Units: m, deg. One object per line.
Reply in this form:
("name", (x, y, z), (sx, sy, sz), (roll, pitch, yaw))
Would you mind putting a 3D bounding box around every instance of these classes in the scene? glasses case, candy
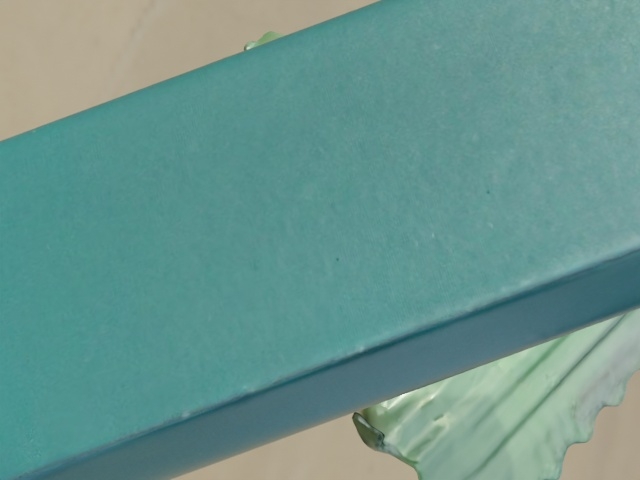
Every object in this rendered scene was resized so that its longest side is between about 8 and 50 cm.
("glasses case", (0.000, -0.001, 0.579), (0.070, 0.301, 0.117), (65, 6, -61))
("candy", (0.004, -0.007, 0.946), (0.263, 0.398, 0.172), (-34, 117, -28))
